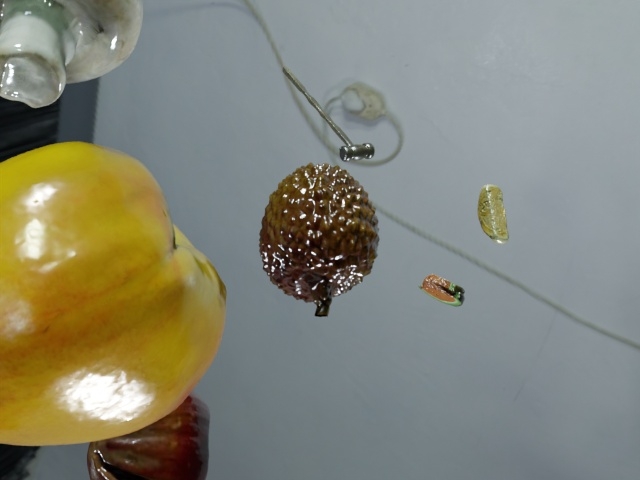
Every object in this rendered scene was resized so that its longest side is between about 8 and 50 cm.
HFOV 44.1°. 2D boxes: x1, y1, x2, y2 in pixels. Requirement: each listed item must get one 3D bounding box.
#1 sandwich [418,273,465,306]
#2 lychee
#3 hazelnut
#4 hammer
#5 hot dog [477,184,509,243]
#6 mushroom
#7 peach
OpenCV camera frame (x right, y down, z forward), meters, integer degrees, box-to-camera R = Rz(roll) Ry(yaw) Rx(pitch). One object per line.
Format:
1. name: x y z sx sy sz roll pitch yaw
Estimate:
1. sandwich: 0.191 0.076 1.226 0.069 0.101 0.026 32 80 5
2. lychee: 0.000 0.000 1.182 0.200 0.200 0.238 -25 60 35
3. hazelnut: -0.246 0.297 1.125 0.178 0.178 0.204 27 93 20
4. hammer: 0.001 -0.232 1.405 0.292 0.058 0.029 54 141 38
5. hot dog: 0.238 -0.034 1.104 0.034 0.030 0.090 -36 51 52
6. mushroom: -0.348 -0.276 0.979 0.243 0.243 0.244 12 114 27
7. peach: -0.260 0.061 0.743 0.307 0.289 0.289 -32 90 -6
